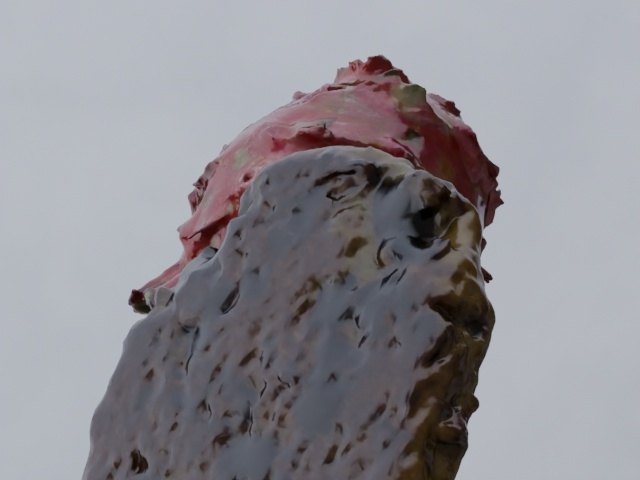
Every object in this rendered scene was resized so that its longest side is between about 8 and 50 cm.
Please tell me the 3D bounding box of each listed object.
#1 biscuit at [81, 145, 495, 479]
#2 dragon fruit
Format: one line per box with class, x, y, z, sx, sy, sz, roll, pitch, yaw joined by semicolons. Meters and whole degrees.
biscuit;-0.020;0.106;1.128;0.081;0.289;0.334;31;-105;-37
dragon fruit;0.000;0.000;1.345;0.268;0.210;0.205;-28;-10;-20
